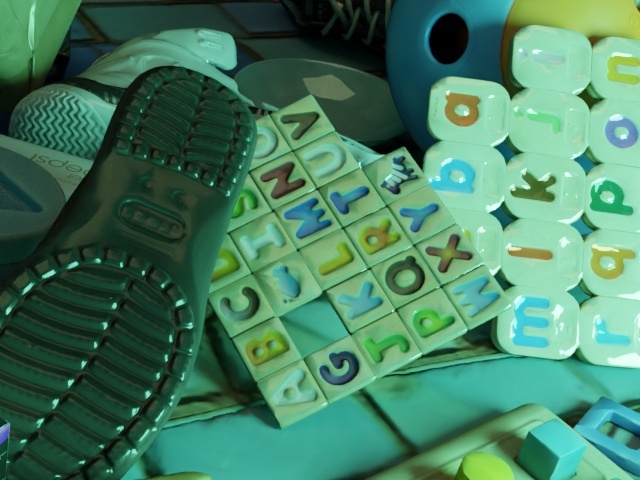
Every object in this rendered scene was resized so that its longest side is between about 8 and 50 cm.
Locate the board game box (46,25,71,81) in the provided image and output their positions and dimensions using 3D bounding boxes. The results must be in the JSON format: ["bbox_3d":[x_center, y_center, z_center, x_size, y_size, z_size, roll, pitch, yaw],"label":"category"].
[{"bbox_3d":[-0.346,-0.282,1.413,0.165,0.042,0.243,9,50,-19],"label":"board game box"}]

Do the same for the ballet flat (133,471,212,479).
[{"bbox_3d":[-0.138,0.184,0.744,0.073,0.080,0.232,35,33,7],"label":"ballet flat"}]

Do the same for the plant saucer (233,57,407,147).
[{"bbox_3d":[0.002,-0.135,1.395,0.195,0.037,0.195,10,30,-6],"label":"plant saucer"}]

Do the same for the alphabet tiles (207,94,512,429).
[{"bbox_3d":[0.000,0.000,1.021,0.198,0.009,0.237,-27,67,-13],"label":"alphabet tiles"}]

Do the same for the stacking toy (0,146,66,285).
[{"bbox_3d":[-0.337,-0.012,0.922,0.309,0.130,0.279,17,31,-9],"label":"stacking toy"}]

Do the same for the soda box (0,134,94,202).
[{"bbox_3d":[-0.187,-0.018,1.086,0.216,0.073,0.069,16,29,7],"label":"soda box"}]

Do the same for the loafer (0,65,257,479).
[{"bbox_3d":[-0.143,0.047,0.912,0.134,0.130,0.366,29,54,-5],"label":"loafer"}]

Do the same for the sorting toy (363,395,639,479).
[{"bbox_3d":[0.154,0.179,0.900,0.348,0.047,0.196,-17,41,-40],"label":"sorting toy"}]

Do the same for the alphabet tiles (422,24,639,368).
[{"bbox_3d":[0.220,-0.038,1.123,0.278,0.284,0.021,6,-11,-8],"label":"alphabet tiles"}]

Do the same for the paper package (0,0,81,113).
[{"bbox_3d":[-0.392,-0.283,1.243,0.325,0.168,0.309,6,52,9],"label":"paper package"}]

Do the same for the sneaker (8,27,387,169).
[{"bbox_3d":[-0.073,-0.096,1.198,0.366,0.137,0.210,13,32,7],"label":"sneaker"}]

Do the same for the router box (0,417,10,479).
[{"bbox_3d":[-0.261,0.125,0.754,0.179,0.133,0.046,24,33,19],"label":"router box"}]

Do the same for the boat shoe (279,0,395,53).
[{"bbox_3d":[0.066,-0.259,1.570,0.158,0.127,0.340,-8,27,-20],"label":"boat shoe"}]

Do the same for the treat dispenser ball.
[{"bbox_3d":[0.208,-0.183,1.300,0.288,0.288,0.288,9,30,-5],"label":"treat dispenser ball"}]
